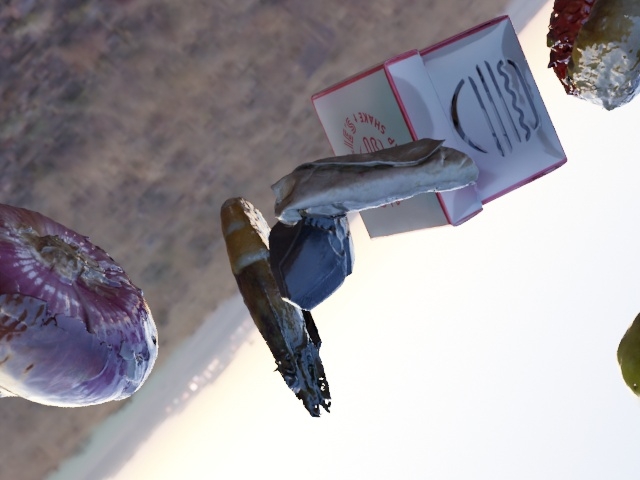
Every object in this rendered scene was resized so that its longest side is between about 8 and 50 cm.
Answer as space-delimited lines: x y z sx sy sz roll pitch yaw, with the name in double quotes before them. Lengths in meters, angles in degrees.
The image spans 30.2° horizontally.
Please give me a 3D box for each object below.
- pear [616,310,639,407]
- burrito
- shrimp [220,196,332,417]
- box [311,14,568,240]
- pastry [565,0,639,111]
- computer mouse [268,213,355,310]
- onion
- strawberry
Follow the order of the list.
"pear" 0.655 0.210 2.003 0.253 0.253 0.307 -48 -157 -16
"burrito" 0.052 -0.065 1.287 0.226 0.060 0.087 -14 -156 -16
"shrimp" -0.063 0.119 2.020 0.085 0.445 0.272 -29 146 9
"box" 0.218 -0.206 2.209 0.300 0.314 0.312 -26 -174 -24
"pastry" 0.291 -0.192 1.103 0.153 0.081 0.153 -51 158 -31
"computer mouse" 0.000 0.000 1.338 0.062 0.106 0.192 -18 -148 32
"onion" -0.260 0.077 1.061 0.163 0.230 0.230 -60 178 10
"strawberry" 0.454 -0.299 1.697 0.244 0.205 0.205 4 -149 29
